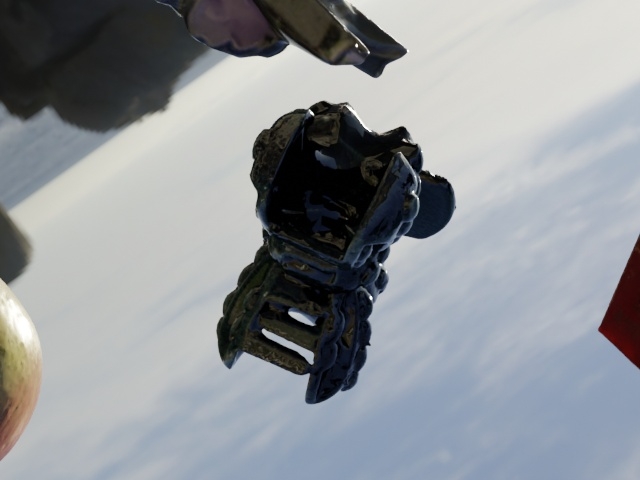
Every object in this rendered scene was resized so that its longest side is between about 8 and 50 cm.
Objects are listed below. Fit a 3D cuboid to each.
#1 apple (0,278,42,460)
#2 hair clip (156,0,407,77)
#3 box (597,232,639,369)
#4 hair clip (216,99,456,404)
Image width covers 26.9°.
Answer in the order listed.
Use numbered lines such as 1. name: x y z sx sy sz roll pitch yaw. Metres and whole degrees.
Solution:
1. apple: -0.386 0.106 1.181 0.233 0.286 0.286 -48 -168 -19
2. hair clip: -0.074 -0.192 0.797 0.106 0.292 0.084 -47 176 12
3. box: 0.395 -0.001 1.258 0.197 0.089 0.313 -125 -128 -62
4. hair clip: 0.003 -0.006 1.248 0.206 0.194 0.310 -57 170 -42
